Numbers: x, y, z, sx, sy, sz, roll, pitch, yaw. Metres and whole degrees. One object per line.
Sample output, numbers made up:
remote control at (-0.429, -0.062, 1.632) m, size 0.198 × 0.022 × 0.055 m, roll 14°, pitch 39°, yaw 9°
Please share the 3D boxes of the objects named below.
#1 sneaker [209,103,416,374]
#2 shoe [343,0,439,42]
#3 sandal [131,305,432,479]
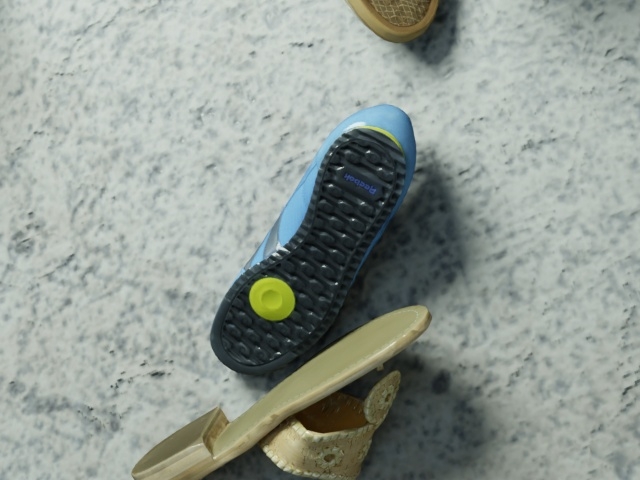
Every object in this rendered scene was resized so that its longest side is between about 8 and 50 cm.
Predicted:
sneaker at (0.000, 0.000, 1.271) m, size 0.069 × 0.082 × 0.209 m, roll 32°, pitch 112°, yaw -2°
shoe at (0.023, -0.229, 1.308) m, size 0.077 × 0.058 × 0.219 m, roll -17°, pitch 76°, yaw -13°
sandal at (-0.007, 0.127, 1.249) m, size 0.240 × 0.088 × 0.079 m, roll -30°, pitch 101°, yaw 22°
